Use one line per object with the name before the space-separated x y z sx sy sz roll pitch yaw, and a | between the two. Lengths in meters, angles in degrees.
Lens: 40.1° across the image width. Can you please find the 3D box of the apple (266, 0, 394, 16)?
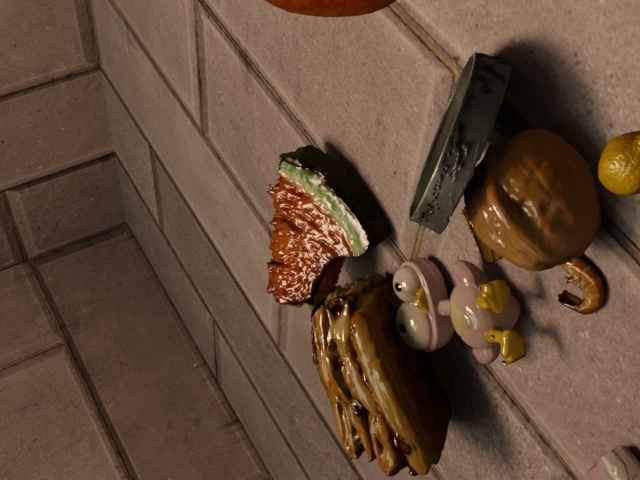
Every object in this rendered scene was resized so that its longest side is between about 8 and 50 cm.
apple | 0.012 -0.404 1.044 0.301 0.301 0.302 50 153 37

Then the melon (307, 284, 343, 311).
melon | 0.043 0.124 1.736 0.064 0.118 0.209 64 165 -7

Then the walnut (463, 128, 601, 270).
walnut | 0.247 -0.044 1.024 0.166 0.149 0.167 17 121 32

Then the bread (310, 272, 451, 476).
bread | 0.090 0.236 1.515 0.325 0.167 0.277 64 -164 0

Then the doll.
doll | 0.201 0.105 1.355 0.365 0.094 0.160 0 108 67

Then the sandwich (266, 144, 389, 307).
sandwich | 0.000 0.000 1.641 0.250 0.162 0.301 41 119 25

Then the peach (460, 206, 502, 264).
peach | 0.232 -0.011 1.216 0.077 0.050 0.083 55 -162 -78

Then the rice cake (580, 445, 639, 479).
rice cake | 0.393 0.387 1.232 0.106 0.050 0.298 56 157 28

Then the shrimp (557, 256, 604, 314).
shrimp | 0.310 0.039 1.115 0.127 0.025 0.091 56 158 19

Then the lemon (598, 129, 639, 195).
lemon | 0.323 -0.080 0.911 0.065 0.065 0.092 59 160 20

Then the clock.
clock | 0.167 -0.120 1.067 0.049 0.226 0.226 22 151 1
